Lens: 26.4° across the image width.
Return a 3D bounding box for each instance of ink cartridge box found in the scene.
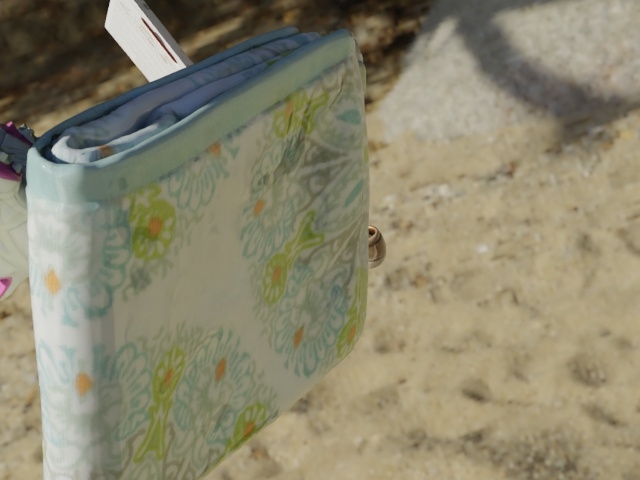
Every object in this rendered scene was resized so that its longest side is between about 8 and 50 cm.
[{"bbox_3d":[-0.200,-0.252,1.787,0.066,0.189,0.232,-39,2,-17],"label":"ink cartridge box"}]

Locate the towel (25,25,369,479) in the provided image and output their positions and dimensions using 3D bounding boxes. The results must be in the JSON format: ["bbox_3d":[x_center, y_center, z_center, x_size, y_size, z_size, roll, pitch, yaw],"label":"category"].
[{"bbox_3d":[-0.079,0.022,1.062,0.090,0.321,0.374,16,30,30],"label":"towel"}]

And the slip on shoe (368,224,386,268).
[{"bbox_3d":[0.000,0.000,1.404,0.135,0.041,0.051,8,54,15],"label":"slip on shoe"}]

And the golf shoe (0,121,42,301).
[{"bbox_3d":[-0.269,-0.030,0.962,0.140,0.115,0.306,-48,-28,6],"label":"golf shoe"}]
